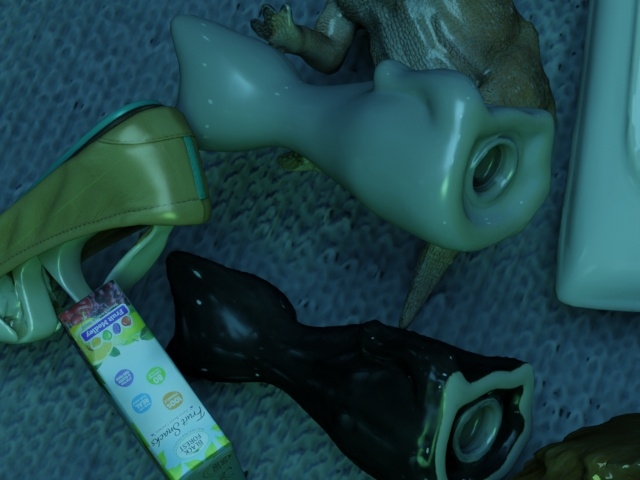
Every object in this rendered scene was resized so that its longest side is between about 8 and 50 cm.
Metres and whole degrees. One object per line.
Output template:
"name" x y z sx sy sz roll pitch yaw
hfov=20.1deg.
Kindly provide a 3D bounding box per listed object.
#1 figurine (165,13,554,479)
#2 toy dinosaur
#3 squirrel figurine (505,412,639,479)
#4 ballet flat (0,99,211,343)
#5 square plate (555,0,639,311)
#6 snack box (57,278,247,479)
"figurine" 0.000 0.000 0.890 0.209 0.092 0.214 18 117 35
"toy dinosaur" 0.075 -0.111 0.978 0.127 0.200 0.295 -9 97 38
"squirrel figurine" 0.221 0.272 0.808 0.397 0.281 0.370 -1 97 35
"ballet flat" -0.144 0.013 0.915 0.232 0.080 0.073 -34 79 36
"square plate" 0.293 -0.131 0.895 0.344 0.049 0.347 2 80 24
"snack box" -0.081 0.084 0.909 0.037 0.141 0.100 -36 76 -9
